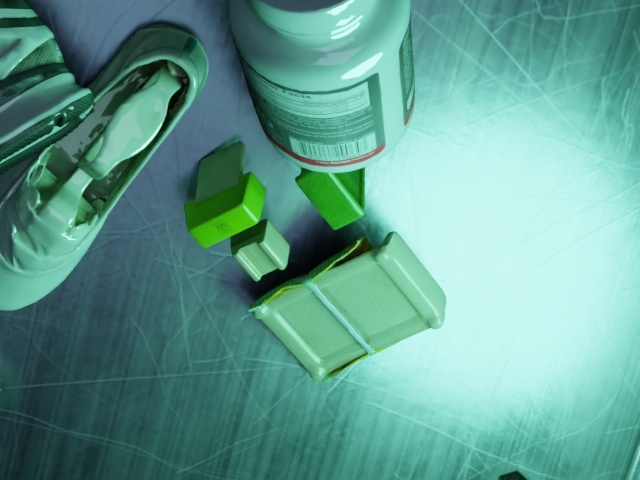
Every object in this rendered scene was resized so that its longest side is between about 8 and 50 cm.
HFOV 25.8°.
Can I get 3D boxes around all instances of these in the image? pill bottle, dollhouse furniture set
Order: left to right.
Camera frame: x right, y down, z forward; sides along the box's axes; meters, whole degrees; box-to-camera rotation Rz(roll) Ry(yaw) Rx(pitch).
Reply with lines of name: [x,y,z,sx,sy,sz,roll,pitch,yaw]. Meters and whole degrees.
dollhouse furniture set: [0.000,0.000,1.672,0.197,0.151,0.301,-25,127,20]
pill bottle: [0.004,-0.203,1.380,0.176,0.318,0.176,-2,70,5]

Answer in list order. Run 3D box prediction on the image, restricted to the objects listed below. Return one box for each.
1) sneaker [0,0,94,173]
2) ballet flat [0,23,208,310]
sneaker: [-0.490,-0.135,1.465,0.447,0.169,0.257,-31,90,-7]
ballet flat: [-0.271,-0.076,1.573,0.139,0.139,0.400,38,97,-17]
